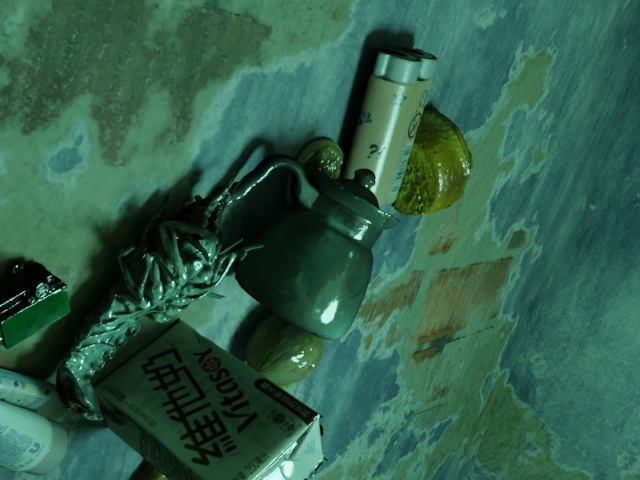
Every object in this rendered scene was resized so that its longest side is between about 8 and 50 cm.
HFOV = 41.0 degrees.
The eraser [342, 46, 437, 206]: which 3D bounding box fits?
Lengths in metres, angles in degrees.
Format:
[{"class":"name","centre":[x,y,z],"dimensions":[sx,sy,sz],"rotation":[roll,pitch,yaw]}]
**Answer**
[{"class":"eraser","centre":[0.126,-0.209,1.601],"dimensions":[0.171,0.087,0.291],"rotation":[-26,136,-57]}]

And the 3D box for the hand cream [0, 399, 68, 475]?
[{"class":"hand cream","centre":[-0.450,0.255,1.151],"dimensions":[0.133,0.083,0.248],"rotation":[-24,149,8]}]

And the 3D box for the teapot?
[{"class":"teapot","centre":[-0.021,-0.020,1.462],"dimensions":[0.285,0.305,0.223],"rotation":[-57,-178,2]}]

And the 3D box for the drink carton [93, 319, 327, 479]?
[{"class":"drink carton","centre":[-0.172,0.287,1.344],"dimensions":[0.194,0.324,0.132],"rotation":[-38,142,-33]}]

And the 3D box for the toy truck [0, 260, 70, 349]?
[{"class":"toy truck","centre":[-0.403,0.087,1.097],"dimensions":[0.147,0.065,0.079],"rotation":[-34,144,-39]}]

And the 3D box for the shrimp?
[{"class":"shrimp","centre":[-0.237,0.071,1.252],"dimensions":[0.410,0.166,0.221],"rotation":[-42,149,-7]}]

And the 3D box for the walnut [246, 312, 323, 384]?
[{"class":"walnut","centre":[-0.066,0.200,1.617],"dimensions":[0.162,0.140,0.140],"rotation":[-59,153,-32]}]

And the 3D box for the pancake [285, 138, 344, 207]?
[{"class":"pancake","centre":[-0.008,-0.112,1.547],"dimensions":[0.151,0.025,0.152],"rotation":[-36,140,-37]}]

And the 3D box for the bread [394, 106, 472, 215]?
[{"class":"bread","centre":[0.233,-0.143,1.778],"dimensions":[0.143,0.139,0.229],"rotation":[-28,136,-31]}]

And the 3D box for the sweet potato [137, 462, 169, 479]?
[{"class":"sweet potato","centre":[-0.276,0.394,1.546],"dimensions":[0.218,0.051,0.065],"rotation":[-51,150,-16]}]

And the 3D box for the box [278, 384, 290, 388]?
[{"class":"box","centre":[-0.101,0.277,1.735],"dimensions":[0.156,0.022,0.089],"rotation":[-18,130,-48]}]

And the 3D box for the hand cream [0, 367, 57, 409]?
[{"class":"hand cream","centre":[-0.426,0.203,1.180],"dimensions":[0.065,0.043,0.170],"rotation":[-31,153,10]}]
